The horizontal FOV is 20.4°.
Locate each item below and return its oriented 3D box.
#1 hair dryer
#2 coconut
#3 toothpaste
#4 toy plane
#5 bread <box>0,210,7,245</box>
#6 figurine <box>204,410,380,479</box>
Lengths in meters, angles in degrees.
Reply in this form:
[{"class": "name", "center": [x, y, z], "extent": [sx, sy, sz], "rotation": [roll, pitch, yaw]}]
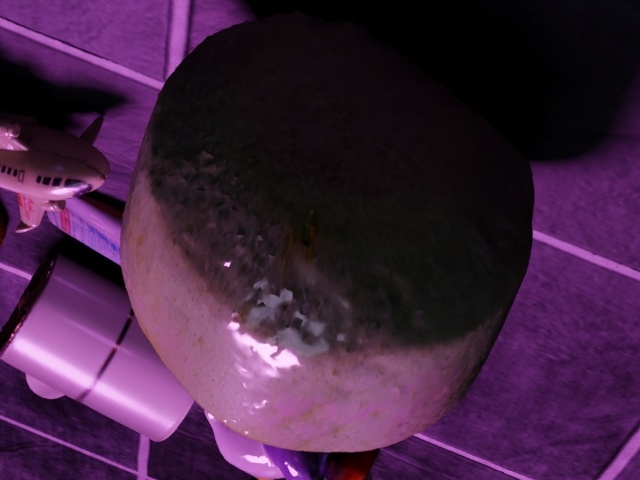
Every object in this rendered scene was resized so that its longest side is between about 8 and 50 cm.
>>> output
[{"class": "hair dryer", "center": [-0.264, 0.132, 1.951], "extent": [0.203, 0.128, 0.362], "rotation": [29, 161, -13]}, {"class": "coconut", "center": [0.000, 0.000, 1.293], "extent": [0.328, 0.281, 0.328], "rotation": [11, 152, 6]}, {"class": "toothpaste", "center": [-0.169, 0.011, 1.712], "extent": [0.234, 0.057, 0.089], "rotation": [26, 152, 11]}, {"class": "toy plane", "center": [-0.280, -0.081, 1.584], "extent": [0.244, 0.092, 0.229], "rotation": [5, 146, 31]}, {"class": "bread", "center": [-0.430, -0.036, 1.811], "extent": [0.236, 0.070, 0.236], "rotation": [20, 153, 11]}, {"class": "figurine", "center": [-0.022, 0.167, 1.769], "extent": [0.193, 0.154, 0.421], "rotation": [26, 153, 3]}]
